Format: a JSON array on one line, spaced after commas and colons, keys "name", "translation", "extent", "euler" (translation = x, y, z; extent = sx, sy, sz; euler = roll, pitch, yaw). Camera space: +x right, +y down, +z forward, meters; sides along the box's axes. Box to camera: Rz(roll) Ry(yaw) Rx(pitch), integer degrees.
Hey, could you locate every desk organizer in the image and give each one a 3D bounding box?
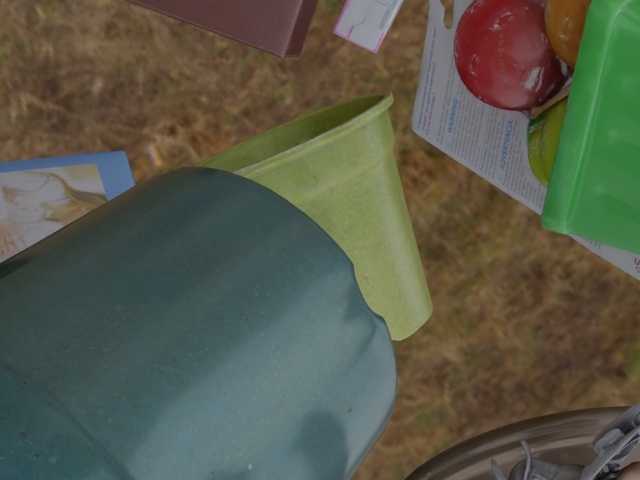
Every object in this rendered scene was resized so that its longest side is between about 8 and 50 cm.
[{"name": "desk organizer", "translation": [-0.068, -0.157, 0.833], "extent": [0.047, 0.130, 0.050], "euler": [-33, 143, -75]}]

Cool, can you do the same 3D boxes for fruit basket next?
[{"name": "fruit basket", "translation": [0.225, -0.161, 1.190], "extent": [0.165, 0.353, 0.327], "euler": [-18, 131, -29]}]

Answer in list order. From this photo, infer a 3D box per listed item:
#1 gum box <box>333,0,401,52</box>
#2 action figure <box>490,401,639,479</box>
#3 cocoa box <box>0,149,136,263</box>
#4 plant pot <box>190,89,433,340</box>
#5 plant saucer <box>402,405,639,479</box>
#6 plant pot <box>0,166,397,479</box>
[{"name": "gum box", "translation": [0.089, -0.341, 1.677], "extent": [0.188, 0.062, 0.107], "euler": [-64, 179, 32]}, {"name": "action figure", "translation": [0.204, 0.211, 0.741], "extent": [0.099, 0.285, 0.185], "euler": [-27, 151, -47]}, {"name": "cocoa box", "translation": [-0.268, 0.118, 1.312], "extent": [0.231, 0.347, 0.228], "euler": [-8, 146, -21]}, {"name": "plant pot", "translation": [0.000, 0.000, 1.529], "extent": [0.276, 0.254, 0.276], "euler": [-23, -169, 5]}, {"name": "plant saucer", "translation": [0.181, 0.205, 0.967], "extent": [0.277, 0.041, 0.278], "euler": [-5, 142, -4]}, {"name": "plant pot", "translation": [-0.139, 0.136, 0.868], "extent": [0.334, 0.341, 0.341], "euler": [-41, 159, -41]}]
